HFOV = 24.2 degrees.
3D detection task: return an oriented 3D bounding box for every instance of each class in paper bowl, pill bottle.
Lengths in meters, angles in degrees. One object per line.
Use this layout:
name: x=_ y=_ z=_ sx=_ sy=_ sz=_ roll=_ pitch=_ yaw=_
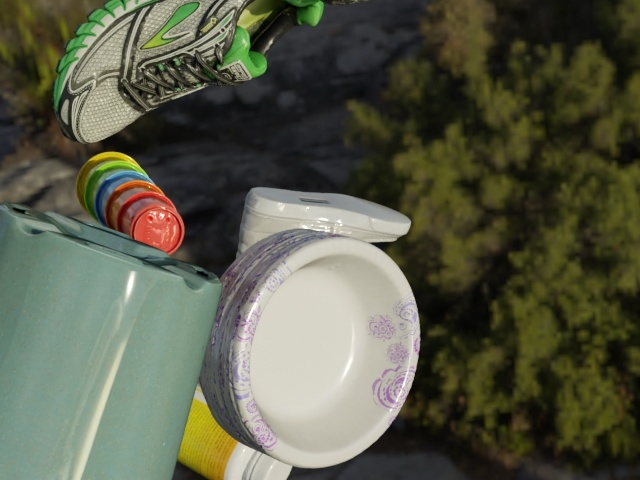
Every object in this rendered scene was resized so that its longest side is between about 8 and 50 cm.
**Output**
paper bowl: x=-0.026 y=0.127 z=1.837 sx=0.284 sy=0.284 sz=0.148 roll=-26 pitch=22 yaw=-31
pill bottle: x=-0.149 y=0.298 z=2.220 sx=0.215 sy=0.117 sz=0.117 roll=26 pitch=40 yaw=23

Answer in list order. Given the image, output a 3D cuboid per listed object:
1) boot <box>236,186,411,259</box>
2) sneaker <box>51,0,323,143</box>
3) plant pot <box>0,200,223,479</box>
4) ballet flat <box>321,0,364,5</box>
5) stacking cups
boot: x=0.000 y=0.000 z=2.185 sx=0.258 sy=0.123 sz=0.095 roll=8 pitch=19 yaw=-20
sneaker: x=-0.152 y=-0.221 z=1.673 sx=0.343 sy=0.134 sz=0.146 roll=-37 pitch=58 yaw=1
plant pot: x=-0.272 y=0.155 z=1.552 sx=0.341 sy=0.334 sz=0.341 roll=21 pitch=3 yaw=-1
ballet flat: x=0.147 y=-0.392 z=1.475 sx=0.182 sy=0.483 sz=0.164 roll=-10 pitch=67 yaw=-32
stacking cups: x=-0.233 y=-0.033 z=1.842 sx=0.096 sy=0.096 sz=0.316 roll=-16 pitch=19 yaw=-14
